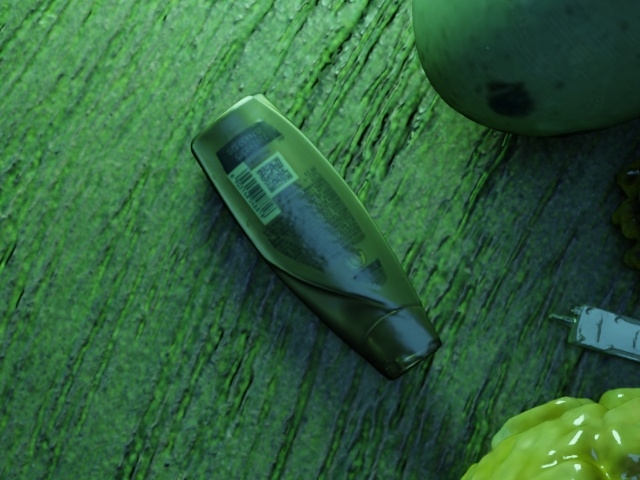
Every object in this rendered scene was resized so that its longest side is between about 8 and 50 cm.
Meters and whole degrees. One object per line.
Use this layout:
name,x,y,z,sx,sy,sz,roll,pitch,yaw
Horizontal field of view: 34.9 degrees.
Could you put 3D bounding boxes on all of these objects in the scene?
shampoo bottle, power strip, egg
shampoo bottle,0.000,0.000,1.131,0.125,0.084,0.350,-39,83,-3
power strip,0.348,0.111,1.137,0.191,0.030,0.047,16,83,3
egg,0.288,-0.290,1.048,0.345,0.345,0.428,42,93,6

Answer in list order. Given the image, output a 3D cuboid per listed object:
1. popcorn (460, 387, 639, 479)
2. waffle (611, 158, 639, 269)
popcorn,0.277,0.334,0.966,0.390,0.344,0.354,-30,39,18
waffle,0.497,-0.021,1.104,0.324,0.151,0.261,-9,78,0
